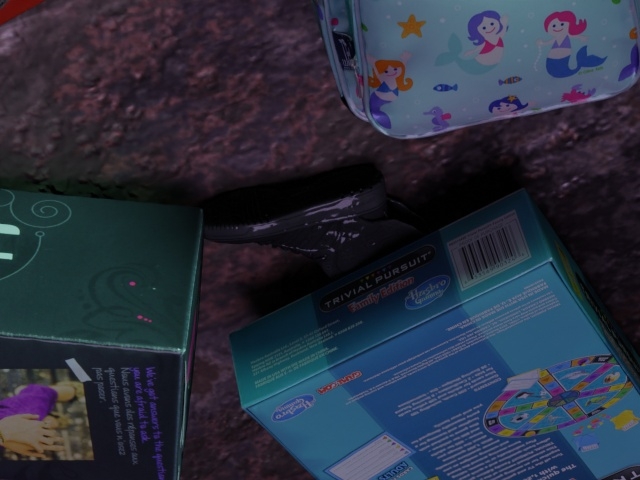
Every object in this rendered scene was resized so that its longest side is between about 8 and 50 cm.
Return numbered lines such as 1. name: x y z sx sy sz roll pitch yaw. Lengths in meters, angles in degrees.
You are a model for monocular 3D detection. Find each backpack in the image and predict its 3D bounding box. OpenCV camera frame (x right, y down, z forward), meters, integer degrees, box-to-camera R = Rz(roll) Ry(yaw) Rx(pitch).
1. backpack: 0.093 -0.199 1.159 0.225 0.191 0.253 -11 124 2

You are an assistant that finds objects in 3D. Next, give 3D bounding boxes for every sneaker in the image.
1. sneaker: -0.001 -0.002 1.382 0.170 0.051 0.089 -13 126 0

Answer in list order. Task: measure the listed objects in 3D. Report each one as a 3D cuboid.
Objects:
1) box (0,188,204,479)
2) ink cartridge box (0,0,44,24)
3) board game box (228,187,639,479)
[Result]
1. box: -0.224 0.065 1.313 0.270 0.165 0.143 5 128 -3
2. ink cartridge box: -0.149 -0.210 1.067 0.060 0.275 0.239 29 127 15
3. board game box: 0.121 0.132 1.459 0.254 0.079 0.336 -26 136 13
